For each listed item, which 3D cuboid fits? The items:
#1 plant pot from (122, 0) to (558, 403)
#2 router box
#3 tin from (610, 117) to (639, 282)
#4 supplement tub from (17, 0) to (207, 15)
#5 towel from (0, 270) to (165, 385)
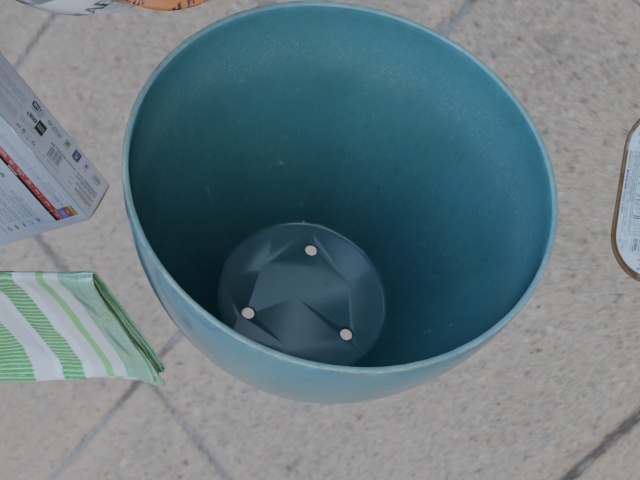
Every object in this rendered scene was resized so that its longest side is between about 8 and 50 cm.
[{"bbox_3d":[0.000,0.000,0.782,0.290,0.290,0.195,50,153,18],"label":"plant pot"},{"bbox_3d":[-0.536,-0.142,1.600,0.301,0.082,0.335,-13,128,30],"label":"router box"},{"bbox_3d":[0.355,-0.045,1.092,0.106,0.040,0.190,13,101,40],"label":"tin"},{"bbox_3d":[-0.177,-0.240,0.597,0.316,0.193,0.194,28,102,35],"label":"supplement tub"},{"bbox_3d":[-0.395,0.123,1.450,0.324,0.248,0.038,-1,51,21],"label":"towel"}]
